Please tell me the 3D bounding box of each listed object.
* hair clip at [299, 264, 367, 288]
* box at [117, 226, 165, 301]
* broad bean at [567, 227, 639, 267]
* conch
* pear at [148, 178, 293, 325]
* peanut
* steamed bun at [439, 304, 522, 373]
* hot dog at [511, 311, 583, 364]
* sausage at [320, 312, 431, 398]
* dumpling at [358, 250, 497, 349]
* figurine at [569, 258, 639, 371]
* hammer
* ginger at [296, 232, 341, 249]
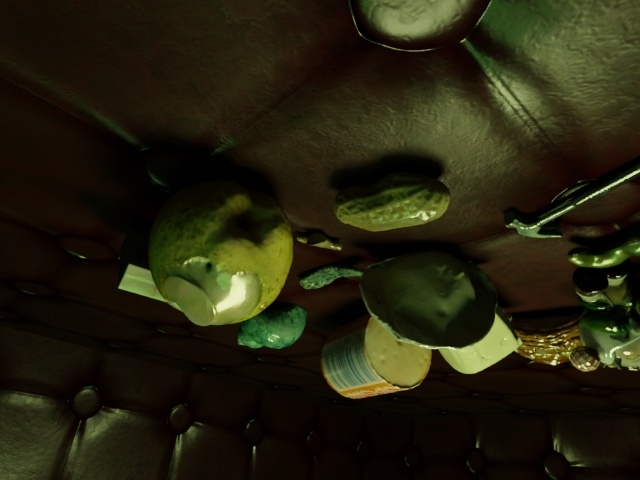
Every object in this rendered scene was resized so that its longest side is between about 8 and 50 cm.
[{"bbox_3d":[0.032,0.085,1.078,0.066,0.036,0.229,31,150,-31],"label":"hair clip"},{"bbox_3d":[-0.345,0.051,0.945,0.141,0.201,0.058,24,103,-27],"label":"box"},{"bbox_3d":[0.559,0.007,0.798,0.214,0.048,0.070,-21,147,35],"label":"broad bean"},{"bbox_3d":[-0.159,0.261,1.348,0.203,0.134,0.196,-8,148,24],"label":"conch"},{"bbox_3d":[-0.173,0.016,0.800,0.272,0.271,0.271,5,152,3],"label":"pear"},{"bbox_3d":[0.110,-0.062,0.729,0.194,0.083,0.093,-5,150,21],"label":"peanut"},{"bbox_3d":[0.365,0.197,1.117,0.200,0.170,0.225,-31,126,4],"label":"steamed bun"},{"bbox_3d":[0.611,0.263,1.206,0.259,0.114,0.175,-15,144,34],"label":"hot dog"},{"bbox_3d":[0.155,0.334,1.318,0.233,0.233,0.287,17,149,-19],"label":"sausage"},{"bbox_3d":[0.224,0.128,0.942,0.293,0.204,0.163,0,165,-6],"label":"dumpling"},{"bbox_3d":[0.635,0.158,0.959,0.281,0.167,0.370,-41,127,8],"label":"figurine"},{"bbox_3d":[0.424,-0.066,0.716,0.103,0.029,0.246,19,149,-22],"label":"hammer"},{"bbox_3d":[-0.001,-0.001,0.930,0.097,0.030,0.048,12,180,-6],"label":"ginger"}]
